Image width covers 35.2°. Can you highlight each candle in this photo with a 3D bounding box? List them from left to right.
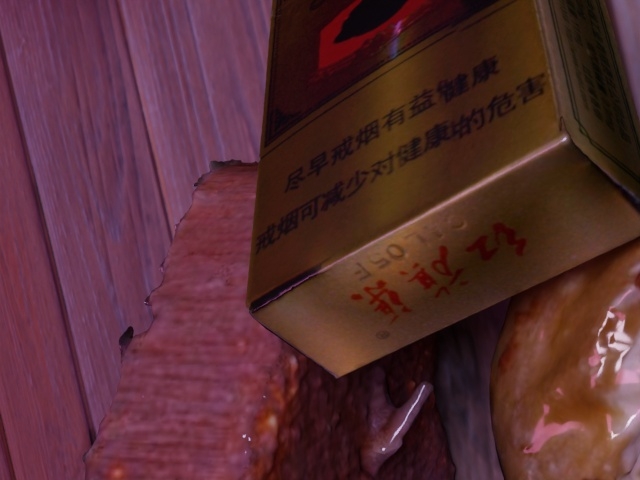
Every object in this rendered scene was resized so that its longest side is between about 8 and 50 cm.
[{"bbox_3d":[-0.008,0.110,0.545,0.131,0.287,0.316,-4,94,27],"label":"candle"}]

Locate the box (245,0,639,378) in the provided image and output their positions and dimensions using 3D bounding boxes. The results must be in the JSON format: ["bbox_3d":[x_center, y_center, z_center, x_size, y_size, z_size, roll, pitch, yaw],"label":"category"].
[{"bbox_3d":[0.049,-0.073,0.462,0.159,0.071,0.240,-30,38,31],"label":"box"}]

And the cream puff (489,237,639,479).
[{"bbox_3d":[0.176,0.058,0.398,0.240,0.164,0.240,-21,63,48],"label":"cream puff"}]
